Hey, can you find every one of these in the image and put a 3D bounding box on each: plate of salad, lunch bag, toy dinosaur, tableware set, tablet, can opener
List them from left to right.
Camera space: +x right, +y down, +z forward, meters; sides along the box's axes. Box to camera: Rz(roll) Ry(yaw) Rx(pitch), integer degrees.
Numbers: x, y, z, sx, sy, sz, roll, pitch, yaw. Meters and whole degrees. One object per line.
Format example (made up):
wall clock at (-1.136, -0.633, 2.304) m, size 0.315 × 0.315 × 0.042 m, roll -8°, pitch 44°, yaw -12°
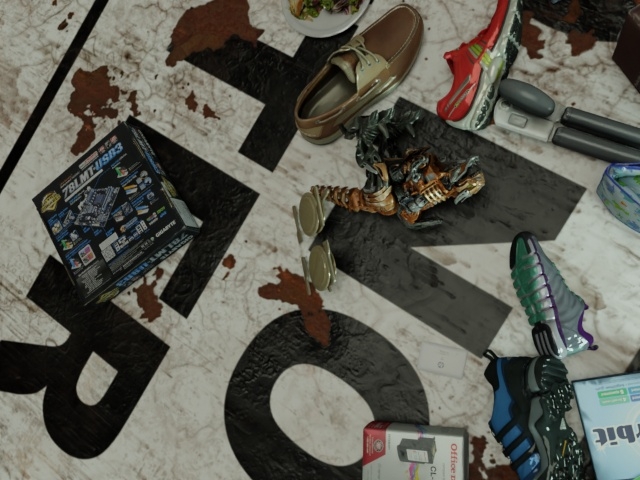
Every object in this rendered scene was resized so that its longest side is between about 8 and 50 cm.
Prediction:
tableware set at (0.000, 0.000, 1.145) m, size 0.039 × 0.128 × 0.194 m, roll -5°, pitch 76°, yaw -25°
plate of salad at (0.008, -0.517, 1.226) m, size 0.200 × 0.048 × 0.199 m, roll -3°, pitch 81°, yaw 18°
toy dinosaur at (0.125, -0.121, 1.089) m, size 0.322 × 0.164 × 0.218 m, roll -10°, pitch 95°, yaw 10°
tablet at (0.220, 0.217, 1.082) m, size 0.083 × 0.006 × 0.054 m, roll 10°, pitch 86°, yaw 19°
can opener at (0.432, -0.195, 1.027) m, size 0.281 × 0.093 × 0.074 m, roll 24°, pitch 92°, yaw 13°
lunch bag at (0.523, -0.067, 0.956) m, size 0.151 × 0.129 × 0.096 m, roll 29°, pitch 88°, yaw 21°

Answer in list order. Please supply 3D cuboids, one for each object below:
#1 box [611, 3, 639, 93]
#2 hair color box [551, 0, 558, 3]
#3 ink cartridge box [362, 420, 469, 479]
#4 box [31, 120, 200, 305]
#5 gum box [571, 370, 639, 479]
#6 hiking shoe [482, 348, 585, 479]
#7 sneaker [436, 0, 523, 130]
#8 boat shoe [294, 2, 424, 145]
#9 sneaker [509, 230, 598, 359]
box at (0.603, -0.293, 0.939) m, size 0.167 × 0.168 × 0.203 m, roll -31°, pitch 75°, yaw 12°
hair color box at (0.441, -0.645, 1.069) m, size 0.186 × 0.114 × 0.374 m, roll -20°, pitch 77°, yaw 15°
ink cartridge box at (0.166, 0.390, 1.041) m, size 0.175 × 0.072 × 0.127 m, roll -1°, pitch 82°, yaw 18°
box at (-0.452, -0.056, 1.302) m, size 0.296 × 0.073 × 0.293 m, roll -37°, pitch 73°, yaw 11°
gum box at (0.508, 0.306, 0.958) m, size 0.157 × 0.041 × 0.184 m, roll -14°, pitch 78°, yaw 16°
hiking shoe at (0.349, 0.333, 0.989) m, size 0.132 × 0.113 × 0.303 m, roll -3°, pitch 91°, yaw 52°
sneaker at (0.287, -0.342, 1.085) m, size 0.118 × 0.107 × 0.278 m, roll 21°, pitch 89°, yaw 25°
boat shoe at (0.073, -0.321, 1.142) m, size 0.123 × 0.116 × 0.324 m, roll 42°, pitch 97°, yaw 18°
sneaker at (0.396, 0.089, 1.019) m, size 0.098 × 0.083 × 0.223 m, roll -8°, pitch 76°, yaw -12°
